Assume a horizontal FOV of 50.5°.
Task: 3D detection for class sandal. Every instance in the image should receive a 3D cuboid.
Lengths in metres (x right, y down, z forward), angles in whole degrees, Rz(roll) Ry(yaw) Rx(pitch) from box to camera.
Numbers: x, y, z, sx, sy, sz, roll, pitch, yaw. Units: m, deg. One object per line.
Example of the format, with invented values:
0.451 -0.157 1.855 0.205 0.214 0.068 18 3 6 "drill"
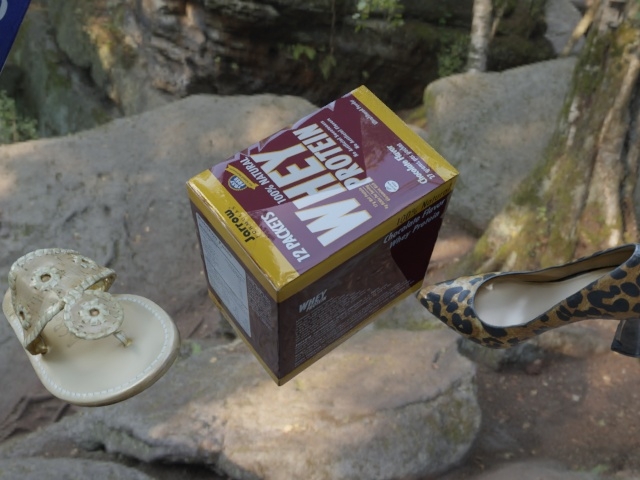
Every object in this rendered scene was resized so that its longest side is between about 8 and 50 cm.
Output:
-0.194 0.042 0.482 0.240 0.079 0.088 15 56 50 "sandal"

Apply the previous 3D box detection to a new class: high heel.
0.216 0.042 0.704 0.261 0.186 0.093 8 59 23 "high heel"

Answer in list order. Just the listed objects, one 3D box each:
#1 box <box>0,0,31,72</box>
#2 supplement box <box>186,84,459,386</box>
-0.229 -0.128 0.352 0.036 0.225 0.136 43 20 33 "box"
0.000 0.000 0.634 0.191 0.194 0.129 -32 64 -21 "supplement box"
